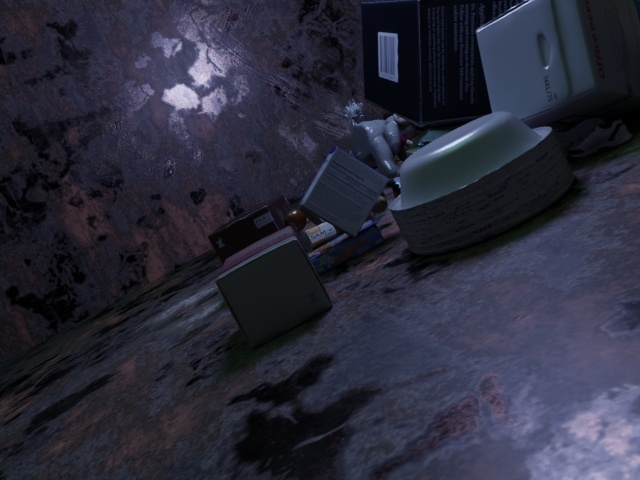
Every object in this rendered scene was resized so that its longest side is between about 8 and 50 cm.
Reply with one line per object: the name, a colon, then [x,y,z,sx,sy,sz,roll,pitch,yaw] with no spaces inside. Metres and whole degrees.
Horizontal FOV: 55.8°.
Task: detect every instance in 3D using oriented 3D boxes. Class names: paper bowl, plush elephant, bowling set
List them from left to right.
bowling set: [0.025,-0.053,1.459,0.200,0.154,0.287,-42,-3,-12]
plush elephant: [0.236,-0.335,2.096,0.255,0.330,0.272,-12,-8,-30]
paper bowl: [0.243,-0.103,0.979,0.284,0.148,0.284,-28,9,5]

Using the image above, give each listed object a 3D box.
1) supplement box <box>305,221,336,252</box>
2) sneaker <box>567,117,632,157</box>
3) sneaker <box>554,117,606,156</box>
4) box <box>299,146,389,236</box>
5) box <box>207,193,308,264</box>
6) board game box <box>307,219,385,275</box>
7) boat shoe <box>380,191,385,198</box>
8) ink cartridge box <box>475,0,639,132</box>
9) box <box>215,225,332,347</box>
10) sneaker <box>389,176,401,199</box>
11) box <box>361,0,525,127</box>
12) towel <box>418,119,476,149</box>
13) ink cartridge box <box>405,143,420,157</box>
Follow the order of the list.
supplement box: [0.000,0.000,1.365,0.062,0.036,0.098,-24,-20,-11]
sneaker: [0.470,-0.174,1.028,0.109,0.044,0.040,-21,12,48]
sneaker: [0.446,-0.179,1.122,0.157,0.061,0.065,-15,3,14]
box: [0.047,-0.097,1.219,0.137,0.126,0.072,-59,7,-1]
box: [-0.144,0.004,1.497,0.168,0.167,0.203,-26,9,13]
board game box: [0.032,0.023,1.270,0.201,0.035,0.136,-28,8,4]
boat shoe: [0.132,-0.126,1.724,0.073,0.073,0.207,-33,10,-21]
ink cartridge box: [0.455,-0.316,1.094,0.270,0.198,0.197,-4,-8,-38]
box: [-0.082,0.069,1.044,0.148,0.127,0.232,-28,8,-2]
sneaker: [0.214,-0.107,1.245,0.125,0.104,0.262,-25,9,9]
box: [0.397,-0.508,1.607,0.471,0.298,0.480,-8,22,-10]
towel: [0.394,-0.261,1.424,0.271,0.040,0.370,2,22,18]
ink cartridge box: [0.275,-0.186,1.500,0.062,0.109,0.209,-28,8,5]
